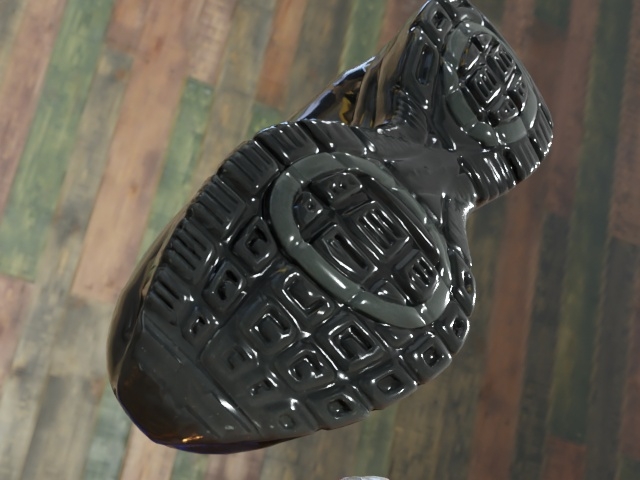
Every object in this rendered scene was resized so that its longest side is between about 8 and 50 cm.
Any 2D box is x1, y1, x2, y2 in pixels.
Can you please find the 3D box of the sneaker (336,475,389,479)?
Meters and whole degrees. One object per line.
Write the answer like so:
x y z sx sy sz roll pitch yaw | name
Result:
0.031 0.221 0.686 0.225 0.092 0.088 -110 -147 -56 | sneaker

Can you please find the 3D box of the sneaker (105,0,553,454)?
0.000 0.000 0.485 0.130 0.109 0.286 -31 -172 38 | sneaker
